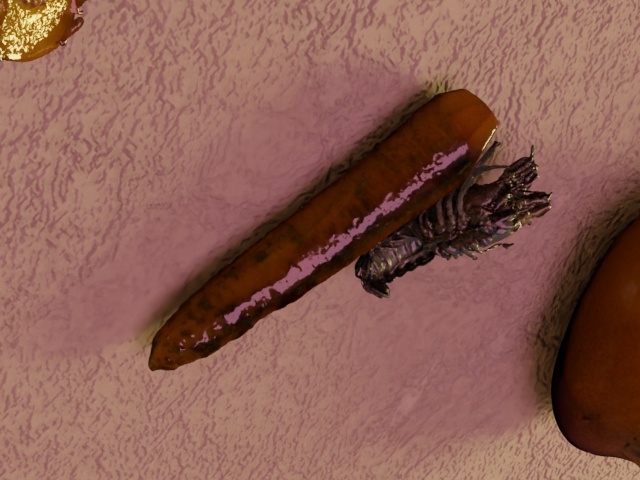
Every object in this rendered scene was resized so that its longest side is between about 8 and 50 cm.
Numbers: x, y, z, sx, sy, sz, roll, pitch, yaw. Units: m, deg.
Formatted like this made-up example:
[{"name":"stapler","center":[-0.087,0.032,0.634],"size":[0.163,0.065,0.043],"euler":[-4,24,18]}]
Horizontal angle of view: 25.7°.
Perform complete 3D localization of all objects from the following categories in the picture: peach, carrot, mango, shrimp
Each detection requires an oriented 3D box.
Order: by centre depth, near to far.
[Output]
[{"name":"peach","center":[-0.182,-0.152,0.809],"size":[0.098,0.061,0.098],"euler":[-34,135,-43]},{"name":"carrot","center":[0.000,0.000,1.037],"size":[0.314,0.066,0.066],"euler":[-38,134,-6]},{"name":"shrimp","center":[0.098,-0.018,1.097],"size":[0.174,0.076,0.082],"euler":[-27,108,-10]},{"name":"mango","center":[0.313,0.089,1.255],"size":[0.201,0.152,0.287],"euler":[-5,123,-36]}]
